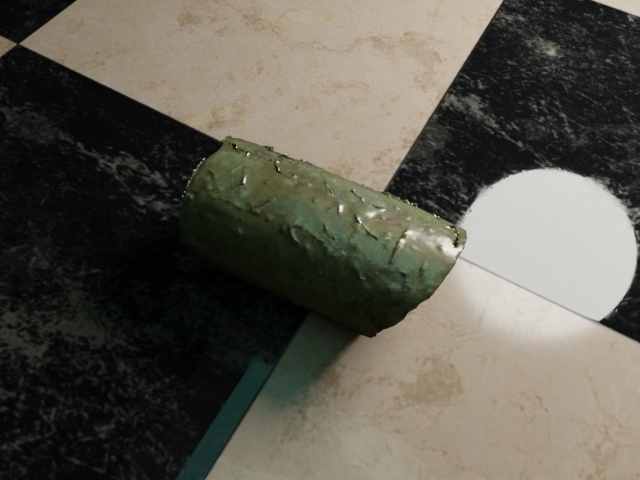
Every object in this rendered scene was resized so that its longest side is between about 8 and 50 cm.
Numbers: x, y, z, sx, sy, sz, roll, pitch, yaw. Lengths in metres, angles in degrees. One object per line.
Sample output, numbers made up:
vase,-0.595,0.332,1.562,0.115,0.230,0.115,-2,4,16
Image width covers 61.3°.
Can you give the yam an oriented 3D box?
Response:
yam,0.000,0.000,0.643,0.304,0.168,0.168,24,61,10
